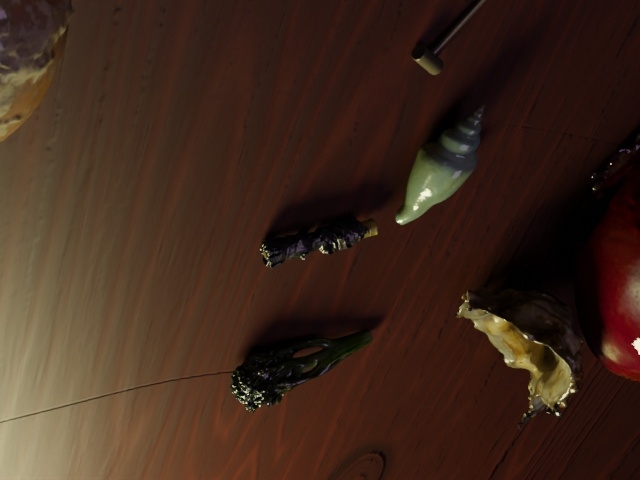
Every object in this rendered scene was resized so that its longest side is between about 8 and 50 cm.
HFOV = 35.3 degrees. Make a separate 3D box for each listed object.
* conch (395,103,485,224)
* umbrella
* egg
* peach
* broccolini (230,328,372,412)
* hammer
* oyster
[{"bbox_3d":[0.142,-0.090,1.162,0.065,0.088,0.180,36,125,1],"label":"conch"},{"bbox_3d":[0.000,0.000,1.182,0.143,0.040,0.037,-15,128,-17],"label":"umbrella"},{"bbox_3d":[-0.283,-0.173,0.752,0.194,0.195,0.233,-7,122,-22],"label":"egg"},{"bbox_3d":[0.532,0.007,1.316,0.339,0.353,0.417,41,63,-53],"label":"peach"},{"bbox_3d":[-0.020,0.164,1.312,0.202,0.068,0.091,-20,118,-11],"label":"broccolini"},{"bbox_3d":[0.144,-0.224,1.058,0.110,0.019,0.035,-47,135,12],"label":"hammer"},{"bbox_3d":[0.301,0.167,1.396,0.133,0.198,0.337,-33,146,-3],"label":"oyster"}]
